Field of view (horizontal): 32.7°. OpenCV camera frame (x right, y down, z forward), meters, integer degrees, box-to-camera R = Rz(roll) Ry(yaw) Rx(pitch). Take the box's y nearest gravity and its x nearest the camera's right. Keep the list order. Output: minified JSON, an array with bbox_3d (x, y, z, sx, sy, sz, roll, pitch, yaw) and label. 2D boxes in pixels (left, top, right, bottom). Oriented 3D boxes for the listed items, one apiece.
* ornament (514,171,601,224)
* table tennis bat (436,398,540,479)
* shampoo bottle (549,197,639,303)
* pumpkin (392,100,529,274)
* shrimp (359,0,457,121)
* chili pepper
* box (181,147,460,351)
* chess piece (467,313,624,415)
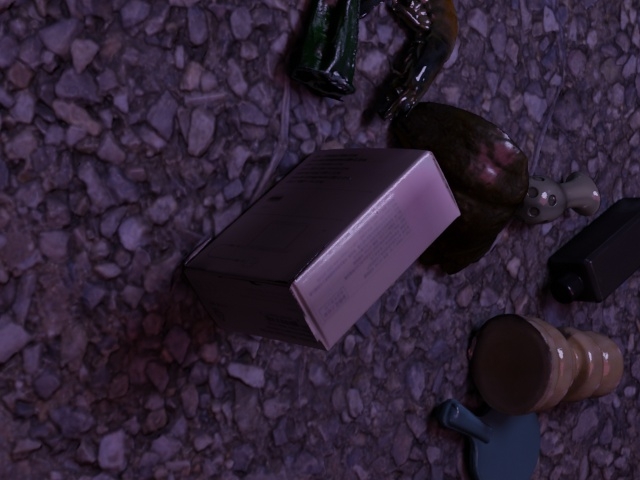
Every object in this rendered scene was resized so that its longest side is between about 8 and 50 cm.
[{"bbox_3d":[0.338,-0.060,1.600,0.156,0.081,0.075,-10,65,-41],"label":"ornament"},{"bbox_3d":[0.243,0.284,1.564,0.237,0.038,0.149,33,73,-40],"label":"table tennis bat"},{"bbox_3d":[0.440,0.020,1.680,0.246,0.080,0.079,-35,112,-33],"label":"shampoo bottle"},{"bbox_3d":[0.191,-0.053,1.433,0.254,0.149,0.130,55,52,-28],"label":"pumpkin"},{"bbox_3d":[0.104,-0.262,1.416,0.150,0.051,0.217,39,64,-28],"label":"shrimp"},{"bbox_3d":[0.028,-0.291,1.347,0.088,0.059,0.227,25,73,-38],"label":"chili pepper"},{"bbox_3d":[0.000,0.000,1.239,0.251,0.203,0.106,-45,119,-29],"label":"box"},{"bbox_3d":[0.348,0.177,1.587,0.261,0.142,0.143,4,90,-44],"label":"chess piece"}]
